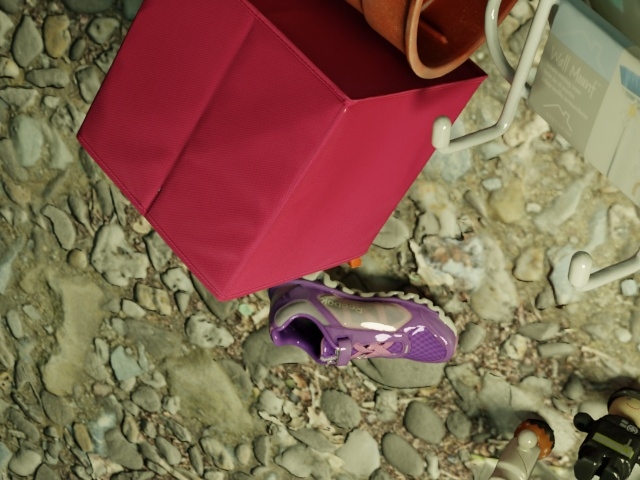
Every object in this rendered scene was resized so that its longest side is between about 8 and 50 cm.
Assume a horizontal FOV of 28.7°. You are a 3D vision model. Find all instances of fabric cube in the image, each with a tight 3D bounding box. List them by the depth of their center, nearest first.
[{"bbox_3d":[-0.043,-0.136,1.266,0.259,0.254,0.258,46,125,20],"label":"fabric cube"}]

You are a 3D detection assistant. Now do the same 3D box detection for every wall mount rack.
[{"bbox_3d":[0.211,-0.138,1.005,0.350,0.130,0.304,50,144,36],"label":"wall mount rack"}]

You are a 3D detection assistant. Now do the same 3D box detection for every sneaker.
[{"bbox_3d":[0.040,0.108,1.455,0.236,0.104,0.095,16,133,2],"label":"sneaker"}]

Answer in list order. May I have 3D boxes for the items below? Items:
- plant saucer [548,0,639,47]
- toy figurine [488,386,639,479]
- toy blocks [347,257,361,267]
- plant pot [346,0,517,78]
[{"bbox_3d":[0.336,-0.222,0.977,0.400,0.100,0.400,38,137,47],"label":"plant saucer"},{"bbox_3d":[0.309,0.285,1.407,0.209,0.148,0.213,-23,104,41],"label":"toy figurine"},{"bbox_3d":[0.000,0.000,1.478,0.123,0.054,0.148,8,119,24],"label":"toy blocks"},{"bbox_3d":[0.061,-0.334,1.162,0.265,0.272,0.272,35,126,19],"label":"plant pot"}]
